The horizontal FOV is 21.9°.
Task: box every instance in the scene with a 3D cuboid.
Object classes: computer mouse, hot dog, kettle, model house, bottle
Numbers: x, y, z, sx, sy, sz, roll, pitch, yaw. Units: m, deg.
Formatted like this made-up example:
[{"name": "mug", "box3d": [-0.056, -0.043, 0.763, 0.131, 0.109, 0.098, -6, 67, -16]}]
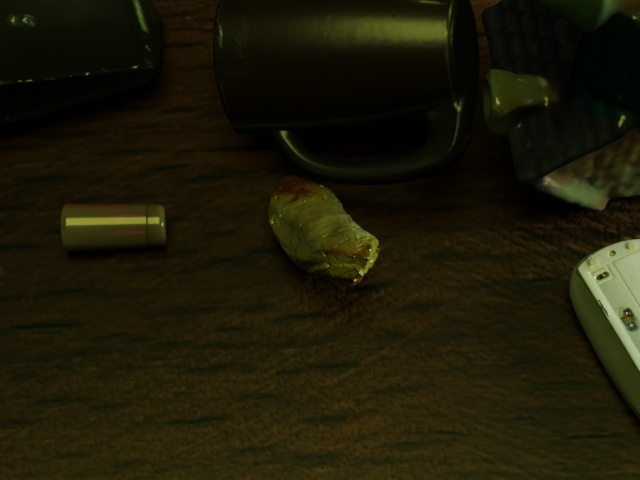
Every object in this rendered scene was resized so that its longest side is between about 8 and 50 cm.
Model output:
[{"name": "computer mouse", "box3d": [-0.299, -0.187, 1.626, 0.295, 0.087, 0.168, -6, 53, -17]}, {"name": "computer mouse", "box3d": [0.299, 0.088, 1.474, 0.102, 0.045, 0.199, -23, 63, -11]}, {"name": "hot dog", "box3d": [0.001, 0.001, 1.521, 0.078, 0.061, 0.169, -17, 35, -17]}, {"name": "kettle", "box3d": [0.030, -0.153, 1.536, 0.232, 0.144, 0.202, 1, 80, 20]}, {"name": "model house", "box3d": [0.285, -0.183, 1.479, 0.280, 0.312, 0.245, -6, 63, -4]}, {"name": "bottle", "box3d": [-0.192, -0.013, 1.544, 0.096, 0.045, 0.045, -2, 60, -2]}]
